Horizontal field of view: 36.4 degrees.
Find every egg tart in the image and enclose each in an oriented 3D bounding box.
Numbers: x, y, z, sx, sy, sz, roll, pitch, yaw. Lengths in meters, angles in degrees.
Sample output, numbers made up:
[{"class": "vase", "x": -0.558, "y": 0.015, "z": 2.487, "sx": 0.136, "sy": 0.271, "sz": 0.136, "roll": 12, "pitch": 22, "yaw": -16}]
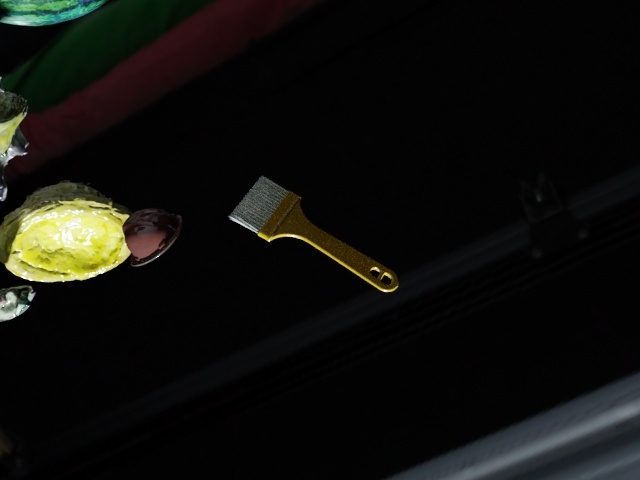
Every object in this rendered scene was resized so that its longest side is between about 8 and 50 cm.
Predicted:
[{"class": "egg tart", "x": -0.474, "y": -0.145, "z": 1.275, "sx": 0.197, "sy": 0.078, "sz": 0.197, "roll": -4, "pitch": -151, "yaw": 2}, {"class": "egg tart", "x": -0.609, "y": -0.028, "z": 2.343, "sx": 0.345, "sy": 0.345, "sz": 0.132, "roll": -28, "pitch": -126, "yaw": 12}]

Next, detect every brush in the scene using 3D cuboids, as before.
[{"class": "brush", "x": 0.000, "y": 0.000, "z": 1.480, "sx": 0.272, "sy": 0.013, "sz": 0.103, "roll": 31, "pitch": -127, "yaw": 5}]

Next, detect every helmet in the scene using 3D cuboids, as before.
[{"class": "helmet", "x": -0.266, "y": -0.014, "z": 1.458, "sx": 0.111, "sy": 0.057, "sz": 0.089, "roll": -27, "pitch": -141, "yaw": 31}]

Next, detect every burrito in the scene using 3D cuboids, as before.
[{"class": "burrito", "x": -0.722, "y": 0.146, "z": 2.215, "sx": 0.096, "sy": 0.066, "sz": 0.309, "roll": -46, "pitch": -162, "yaw": -29}]

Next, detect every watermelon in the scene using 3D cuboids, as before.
[{"class": "watermelon", "x": -0.521, "y": -0.451, "z": 1.652, "sx": 0.222, "sy": 0.292, "sz": 0.319, "roll": -39, "pitch": -108, "yaw": -22}]

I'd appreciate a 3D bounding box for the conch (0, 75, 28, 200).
[{"class": "conch", "x": -0.601, "y": -0.192, "z": 1.534, "sx": 0.240, "sy": 0.313, "sz": 0.186, "roll": -45, "pitch": -158, "yaw": 14}]
